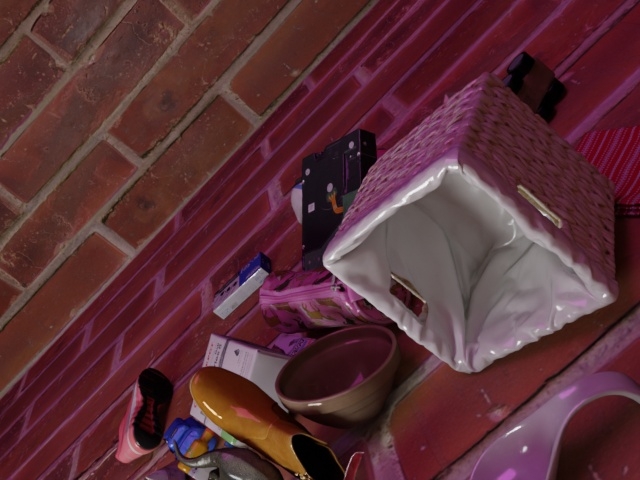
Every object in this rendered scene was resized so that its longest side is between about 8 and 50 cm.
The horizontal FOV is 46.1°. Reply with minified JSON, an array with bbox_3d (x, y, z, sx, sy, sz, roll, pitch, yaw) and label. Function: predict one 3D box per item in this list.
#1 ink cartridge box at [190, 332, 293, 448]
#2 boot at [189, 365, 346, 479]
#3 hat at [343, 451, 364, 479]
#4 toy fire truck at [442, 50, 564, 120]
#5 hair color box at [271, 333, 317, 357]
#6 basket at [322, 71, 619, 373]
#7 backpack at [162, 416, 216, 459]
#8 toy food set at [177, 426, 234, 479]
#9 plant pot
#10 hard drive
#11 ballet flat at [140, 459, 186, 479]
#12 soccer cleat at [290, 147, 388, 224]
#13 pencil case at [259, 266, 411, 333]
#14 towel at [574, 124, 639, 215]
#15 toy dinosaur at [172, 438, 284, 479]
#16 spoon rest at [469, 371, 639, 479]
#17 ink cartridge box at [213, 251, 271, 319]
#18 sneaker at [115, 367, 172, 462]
[{"bbox_3d":[-0.170,0.324,1.637,0.273,0.115,0.198,1,75,62],"label":"ink cartridge box"},{"bbox_3d":[-0.088,0.323,1.318,0.104,0.295,0.211,-53,12,-19],"label":"boot"},{"bbox_3d":[-0.015,0.423,1.111,0.173,0.183,0.208,7,55,38],"label":"hat"},{"bbox_3d":[0.372,-0.282,1.653,0.217,0.158,0.246,-59,12,-21],"label":"toy fire truck"},{"bbox_3d":[-0.057,0.264,1.677,0.093,0.053,0.167,-59,23,-19],"label":"hair color box"},{"bbox_3d":[0.242,-0.020,1.193,0.331,0.328,0.266,-40,17,43],"label":"basket"},{"bbox_3d":[-0.306,0.473,1.747,0.098,0.101,0.120,-60,27,-7],"label":"backpack"},{"bbox_3d":[-0.201,0.461,1.546,0.104,0.111,0.232,-57,17,-20],"label":"toy food set"},{"bbox_3d":[0.045,0.262,1.366,0.237,0.110,0.237,-22,19,8],"label":"plant pot"},{"bbox_3d":[0.046,-0.074,1.825,0.237,0.064,0.339,-23,61,49],"label":"hard drive"},{"bbox_3d":[-0.365,0.586,1.665,0.107,0.106,0.316,-44,22,13],"label":"ballet flat"},{"bbox_3d":[0.075,-0.128,1.979,0.331,0.116,0.143,-19,62,24],"label":"soccer cleat"},{"bbox_3d":[0.017,0.119,1.613,0.160,0.167,0.386,-49,18,-30],"label":"pencil case"},{"bbox_3d":[0.511,-0.124,1.270,0.199,0.031,0.275,-55,23,-15],"label":"towel"},{"bbox_3d":[-0.119,0.426,1.335,0.121,0.313,0.160,-38,-16,-37],"label":"toy dinosaur"},{"bbox_3d":[0.295,0.267,0.974,0.276,0.084,0.137,-45,22,10],"label":"spoon rest"},{"bbox_3d":[-0.232,0.133,2.222,0.207,0.046,0.097,-42,25,17],"label":"ink cartridge box"},{"bbox_3d":[-0.508,0.482,2.089,0.136,0.116,0.314,-41,24,23],"label":"sneaker"}]
